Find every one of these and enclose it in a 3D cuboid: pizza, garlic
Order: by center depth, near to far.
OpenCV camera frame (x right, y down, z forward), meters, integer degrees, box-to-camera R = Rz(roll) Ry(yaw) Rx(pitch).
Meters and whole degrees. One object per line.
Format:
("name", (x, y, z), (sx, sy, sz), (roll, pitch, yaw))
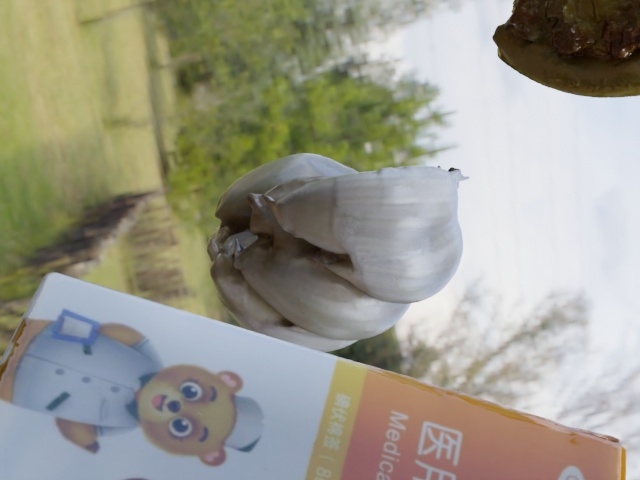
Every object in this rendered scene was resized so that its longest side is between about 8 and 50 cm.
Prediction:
("pizza", (0.171, -0.148, 0.793), (0.046, 0.175, 0.134), (5, 76, -52))
("garlic", (-0.003, 0.015, 1.248), (0.281, 0.203, 0.185), (11, -79, 57))

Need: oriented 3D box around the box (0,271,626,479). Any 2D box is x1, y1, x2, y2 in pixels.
("box", (-0.022, 0.179, 0.705), (0.225, 0.341, 0.143), (-74, 180, -47))
